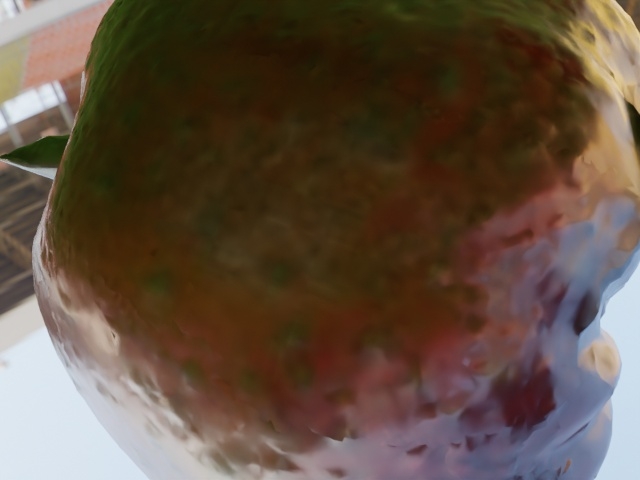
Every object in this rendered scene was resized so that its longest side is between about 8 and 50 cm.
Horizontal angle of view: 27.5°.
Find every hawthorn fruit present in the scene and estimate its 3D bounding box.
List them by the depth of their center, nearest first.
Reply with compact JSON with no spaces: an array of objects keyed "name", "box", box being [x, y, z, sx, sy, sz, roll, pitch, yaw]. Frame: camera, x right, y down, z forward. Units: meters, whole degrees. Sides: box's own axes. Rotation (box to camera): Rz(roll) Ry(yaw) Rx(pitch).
[{"name":"hawthorn fruit","box":[0.000,0.000,0.775,0.402,0.403,0.403,-18,-157,8]}]
